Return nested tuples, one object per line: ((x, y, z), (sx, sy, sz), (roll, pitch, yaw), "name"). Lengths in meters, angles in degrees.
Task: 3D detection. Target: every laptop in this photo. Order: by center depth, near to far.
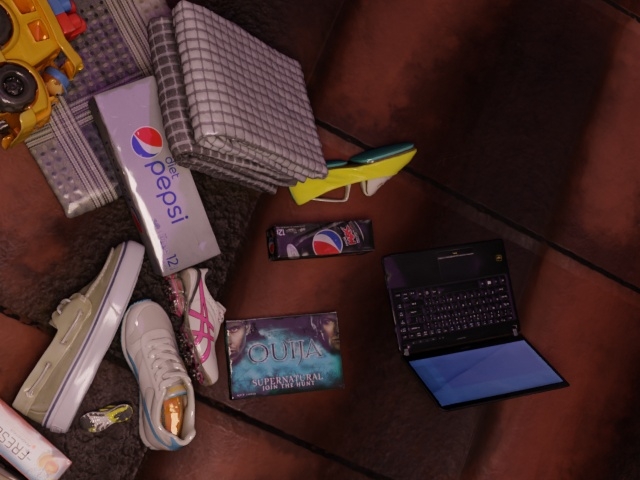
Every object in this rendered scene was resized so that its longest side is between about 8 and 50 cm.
((0.252, 0.131, 1.591), (0.234, 0.136, 0.264), (-7, 83, -19), "laptop")

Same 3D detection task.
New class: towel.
((-0.130, -0.205, 1.466), (0.283, 0.121, 0.235), (17, 53, -53), "towel")
((-0.334, -0.236, 1.518), (0.312, 0.056, 0.324), (-28, 92, -17), "towel")

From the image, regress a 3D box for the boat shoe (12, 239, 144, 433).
((-0.351, 0.130, 1.416), (0.094, 0.109, 0.302), (25, 77, -10), "boat shoe")

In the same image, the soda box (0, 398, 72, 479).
((-0.443, 0.279, 1.383), (0.183, 0.063, 0.058), (44, 72, -6), "soda box")

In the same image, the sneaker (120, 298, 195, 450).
((-0.233, 0.198, 1.438), (0.087, 0.092, 0.229), (-11, 88, -37), "sneaker")

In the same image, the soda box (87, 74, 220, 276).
((-0.250, -0.094, 1.452), (0.098, 0.091, 0.286), (-23, 98, -18), "soda box")

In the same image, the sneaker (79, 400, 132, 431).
((-0.319, 0.263, 1.444), (0.083, 0.035, 0.031), (-14, 97, 2), "sneaker")

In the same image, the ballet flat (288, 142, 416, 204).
((0.054, -0.107, 1.609), (0.231, 0.077, 0.077), (-13, 106, -17), "ballet flat")

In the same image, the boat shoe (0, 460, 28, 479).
((-0.514, 0.322, 1.318), (0.355, 0.132, 0.130), (43, 71, -6), "boat shoe")

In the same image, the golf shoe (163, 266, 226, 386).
((-0.180, 0.131, 1.490), (0.086, 0.067, 0.186), (-13, 85, -21), "golf shoe")

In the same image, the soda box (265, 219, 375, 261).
((0.000, 0.000, 1.572), (0.168, 0.060, 0.053), (-5, 83, -19), "soda box")

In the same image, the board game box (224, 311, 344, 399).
((-0.058, 0.183, 1.542), (0.186, 0.026, 0.126), (-4, 83, -18), "board game box")

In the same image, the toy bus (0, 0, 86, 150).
((-0.423, -0.271, 1.407), (0.211, 0.149, 0.220), (-29, 94, -33), "toy bus")
